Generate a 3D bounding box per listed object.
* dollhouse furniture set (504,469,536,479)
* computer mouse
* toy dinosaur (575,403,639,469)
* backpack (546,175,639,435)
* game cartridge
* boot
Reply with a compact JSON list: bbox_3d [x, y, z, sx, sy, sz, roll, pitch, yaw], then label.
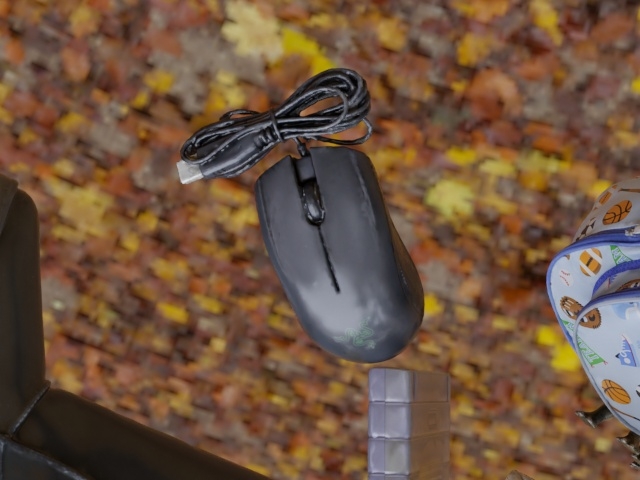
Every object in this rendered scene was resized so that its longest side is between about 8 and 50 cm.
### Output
[{"bbox_3d":[0.147,0.394,1.361,0.174,0.303,0.355,28,102,-19],"label":"dollhouse furniture set"},{"bbox_3d":[0.000,0.000,1.487,0.188,0.072,0.272,-22,104,16],"label":"computer mouse"},{"bbox_3d":[0.428,0.204,2.101,0.313,0.160,0.121,41,172,-32],"label":"toy dinosaur"},{"bbox_3d":[0.331,0.061,1.419,0.263,0.213,0.276,2,125,50],"label":"backpack"},{"bbox_3d":[0.099,0.259,1.858,0.068,0.230,0.355,4,175,12],"label":"game cartridge"},{"bbox_3d":[-0.195,0.183,1.611,0.445,0.367,0.146,27,149,-20],"label":"boot"}]
